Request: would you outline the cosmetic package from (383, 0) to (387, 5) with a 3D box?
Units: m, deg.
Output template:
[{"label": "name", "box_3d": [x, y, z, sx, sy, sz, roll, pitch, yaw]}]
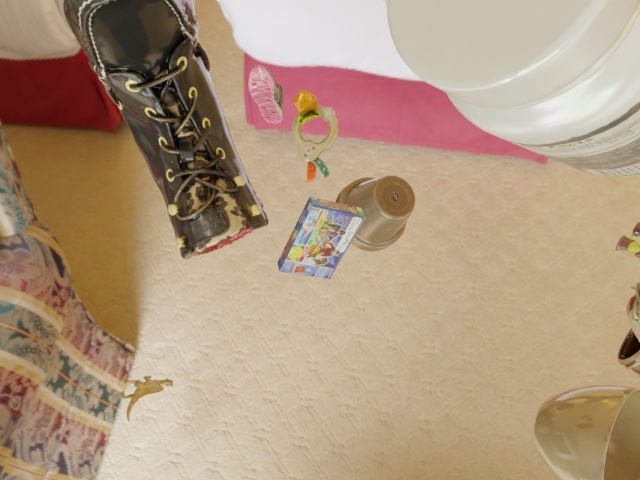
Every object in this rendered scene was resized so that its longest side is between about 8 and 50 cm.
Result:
[{"label": "cosmetic package", "box_3d": [0.176, -0.392, 0.670, 0.224, 0.138, 0.224, -10, 34, 5]}]

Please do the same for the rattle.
[{"label": "rattle", "box_3d": [-0.020, -0.258, 1.359, 0.130, 0.143, 0.200, 10, 86, -6]}]

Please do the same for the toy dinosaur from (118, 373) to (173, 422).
[{"label": "toy dinosaur", "box_3d": [-0.401, 0.333, 1.187, 0.092, 0.183, 0.053, 6, 100, 17]}]

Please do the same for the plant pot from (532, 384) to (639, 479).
[{"label": "plant pot", "box_3d": [0.610, 0.456, 1.227, 0.191, 0.284, 0.284, 7, 56, 48]}]

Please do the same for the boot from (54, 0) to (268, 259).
[{"label": "boot", "box_3d": [-0.165, -0.130, 0.629, 0.138, 0.377, 0.284, -23, 90, -12]}]

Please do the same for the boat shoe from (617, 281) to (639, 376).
[{"label": "boat shoe", "box_3d": [0.478, 0.104, 0.719, 0.116, 0.324, 0.123, 17, 51, 28]}]

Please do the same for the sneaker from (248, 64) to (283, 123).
[{"label": "sneaker", "box_3d": [-0.132, -0.373, 1.319, 0.063, 0.170, 0.075, -4, 56, 13]}]

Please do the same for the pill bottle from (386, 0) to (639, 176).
[{"label": "pill bottle", "box_3d": [0.234, -0.178, 0.484, 0.204, 0.361, 0.204, -3, 85, 42]}]

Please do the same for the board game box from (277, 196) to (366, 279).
[{"label": "board game box", "box_3d": [0.000, 0.000, 1.220, 0.136, 0.201, 0.035, 11, 36, -25]}]

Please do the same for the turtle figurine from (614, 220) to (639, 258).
[{"label": "turtle figurine", "box_3d": [0.894, 0.050, 1.388, 0.269, 0.087, 0.217, -47, 48, -1]}]

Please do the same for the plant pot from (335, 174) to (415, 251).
[{"label": "plant pot", "box_3d": [0.203, -0.116, 1.792, 0.263, 0.229, 0.263, 5, 74, -17]}]
